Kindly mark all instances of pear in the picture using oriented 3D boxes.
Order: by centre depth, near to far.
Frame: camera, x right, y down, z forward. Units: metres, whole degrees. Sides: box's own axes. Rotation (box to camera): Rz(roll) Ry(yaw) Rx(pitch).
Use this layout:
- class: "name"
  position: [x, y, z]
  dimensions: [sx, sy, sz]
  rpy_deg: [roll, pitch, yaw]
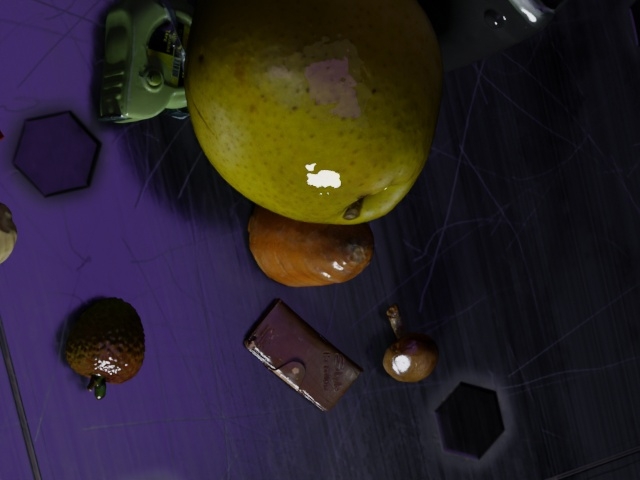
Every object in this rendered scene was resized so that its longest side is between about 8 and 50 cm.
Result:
- class: "pear"
  position: [-0.013, -0.223, 1.705]
  dimensions: [0.362, 0.362, 0.418]
  rpy_deg: [-22, 79, -19]

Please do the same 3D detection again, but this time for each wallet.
- class: "wallet"
  position: [-0.025, 0.177, 1.919]
  dimensions: [0.176, 0.026, 0.095]
  rpy_deg: [42, 78, -14]

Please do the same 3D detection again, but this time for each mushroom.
- class: "mushroom"
  position: [0.132, 0.162, 1.955]
  dimensions: [0.088, 0.073, 0.129]
  rpy_deg: [-24, 97, 7]

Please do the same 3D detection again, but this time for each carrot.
- class: "carrot"
  position: [0.000, 0.000, 1.832]
  dimensions: [0.159, 0.225, 0.159]
  rpy_deg: [-2, 96, -21]

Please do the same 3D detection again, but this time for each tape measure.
- class: "tape measure"
  position: [-0.234, -0.263, 1.803]
  dimensions: [0.175, 0.106, 0.200]
  rpy_deg: [3, 85, -40]

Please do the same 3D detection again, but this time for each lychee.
- class: "lychee"
  position: [-0.300, 0.150, 1.773]
  dimensions: [0.114, 0.114, 0.146]
  rpy_deg: [22, 64, -19]

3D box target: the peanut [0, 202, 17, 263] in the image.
- class: "peanut"
  position: [-0.548, 0.014, 1.675]
  dimensions: [0.290, 0.130, 0.130]
  rpy_deg: [-17, 95, -18]

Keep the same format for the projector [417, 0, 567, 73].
- class: "projector"
  position: [0.150, -0.454, 1.789]
  dimensions: [0.395, 0.405, 0.242]
  rpy_deg: [47, 68, -14]

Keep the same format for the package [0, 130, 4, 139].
- class: "package"
  position: [-0.623, -0.165, 1.613]
  dimensions: [0.423, 0.196, 0.123]
  rpy_deg: [-3, 89, -22]
